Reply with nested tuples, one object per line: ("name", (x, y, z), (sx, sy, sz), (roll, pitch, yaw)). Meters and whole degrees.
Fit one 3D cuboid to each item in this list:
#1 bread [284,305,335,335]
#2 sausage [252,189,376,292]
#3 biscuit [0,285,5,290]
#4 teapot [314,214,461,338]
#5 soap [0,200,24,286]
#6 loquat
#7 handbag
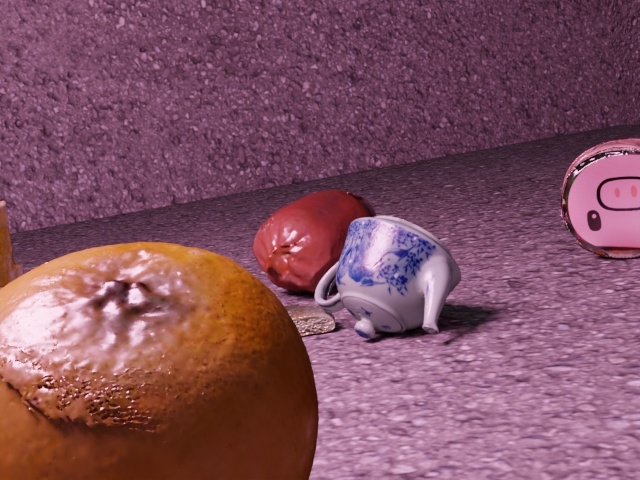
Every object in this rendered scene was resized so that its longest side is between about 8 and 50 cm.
("bread", (-0.075, 0.110, 1.399), (0.193, 0.036, 0.112), (-8, 8, 3))
("sausage", (0.000, 0.000, 1.650), (0.152, 0.152, 0.280), (-4, 11, 29))
("biscuit", (-0.404, 0.142, 1.027), (0.343, 0.166, 0.395), (-10, 5, -34))
("teapot", (0.081, 0.059, 1.290), (0.159, 0.159, 0.232), (-16, 13, -38))
("soap", (-0.578, 0.071, 1.443), (0.281, 0.259, 0.143), (-4, 4, 14))
("loquat", (-0.131, 0.124, 0.699), (0.263, 0.263, 0.263), (-9, 9, 1))
("handbag", (0.464, -0.066, 1.544), (0.205, 0.179, 0.116), (-3, 3, 24))
